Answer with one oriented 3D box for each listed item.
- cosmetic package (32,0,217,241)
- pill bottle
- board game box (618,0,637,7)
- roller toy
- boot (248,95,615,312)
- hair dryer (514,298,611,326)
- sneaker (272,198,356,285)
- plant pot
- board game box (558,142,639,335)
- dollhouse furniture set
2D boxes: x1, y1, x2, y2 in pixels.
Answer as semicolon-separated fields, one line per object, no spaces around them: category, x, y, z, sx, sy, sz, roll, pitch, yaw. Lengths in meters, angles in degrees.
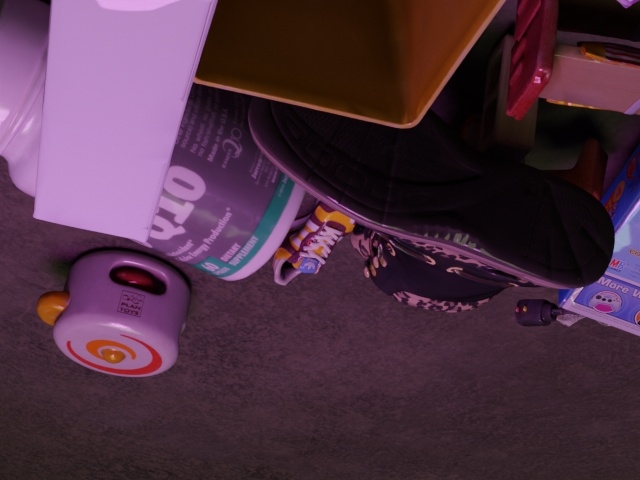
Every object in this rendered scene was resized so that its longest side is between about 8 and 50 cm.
cosmetic package;-0.115;-0.232;0.724;0.098;0.377;0.284;11;147;-10
pill bottle;-0.207;-0.112;1.099;0.361;0.204;0.204;26;144;-26
board game box;0.294;-0.311;0.712;0.275;0.144;0.142;-24;146;39
roller toy;-0.302;0.117;1.533;0.191;0.146;0.209;-9;144;24
boot;0.084;-0.034;1.074;0.378;0.138;0.284;21;165;-7
hair dryer;0.421;0.052;1.340;0.224;0.080;0.293;1;163;-35
sneaker;0.000;0.000;1.340;0.070;0.083;0.185;23;145;-23
plant pot;0.019;-0.246;0.841;0.212;0.187;0.212;10;149;-16
board game box;0.471;-0.001;1.122;0.308;0.086;0.302;20;129;-5
dollhouse furniture set;0.266;-0.149;1.028;0.201;0.152;0.374;10;165;-4
